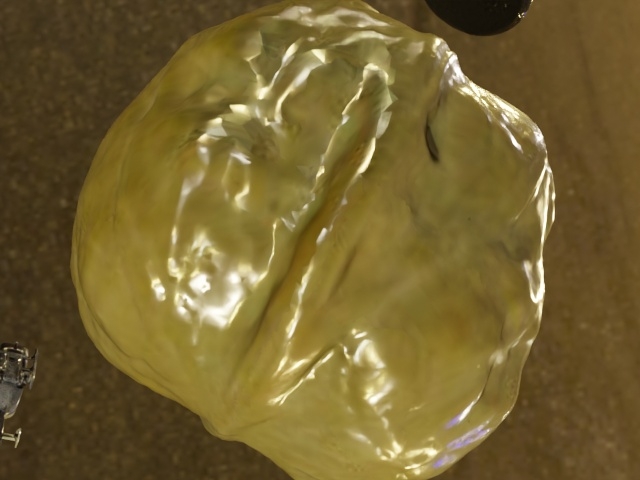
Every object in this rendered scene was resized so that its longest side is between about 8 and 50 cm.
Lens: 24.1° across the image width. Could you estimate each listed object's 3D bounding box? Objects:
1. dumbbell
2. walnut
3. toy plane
[{"bbox_3d":[0.155,-0.264,1.268,0.100,0.100,0.191,60,38,-30],"label":"dumbbell"},{"bbox_3d":[0.002,0.001,0.928,0.282,0.253,0.277,40,64,-27],"label":"walnut"},{"bbox_3d":[-0.219,0.110,1.039,0.031,0.049,0.121,16,37,-14],"label":"toy plane"}]
